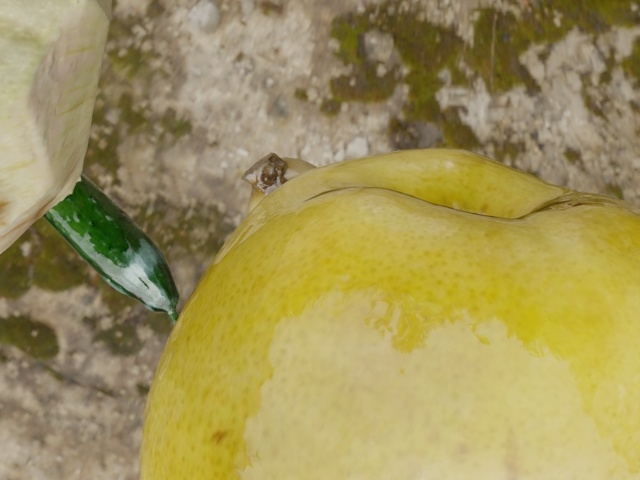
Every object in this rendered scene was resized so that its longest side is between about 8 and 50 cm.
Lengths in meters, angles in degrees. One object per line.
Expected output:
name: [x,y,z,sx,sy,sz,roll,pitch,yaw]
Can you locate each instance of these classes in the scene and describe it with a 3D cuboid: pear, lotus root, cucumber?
pear: [0.059,0.111,0.595,0.314,0.314,0.314,3,117,6]
lotus root: [0.000,0.000,0.808,0.062,0.073,0.150,-12,128,40]
cucumber: [-0.196,-0.015,1.064,0.250,0.056,0.056,42,116,11]

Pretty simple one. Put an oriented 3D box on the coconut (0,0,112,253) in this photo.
coconut: [-0.307,-0.133,0.818,0.415,0.415,0.344,6,118,4]
